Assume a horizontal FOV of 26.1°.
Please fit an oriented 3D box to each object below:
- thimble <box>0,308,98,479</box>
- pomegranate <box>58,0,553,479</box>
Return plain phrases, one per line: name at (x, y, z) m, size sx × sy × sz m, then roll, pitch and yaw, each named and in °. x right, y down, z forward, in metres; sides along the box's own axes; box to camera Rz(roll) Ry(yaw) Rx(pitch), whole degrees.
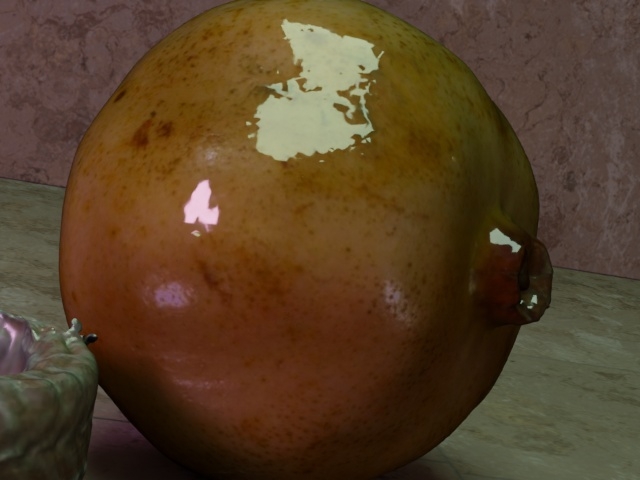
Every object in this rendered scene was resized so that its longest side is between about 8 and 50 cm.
thimble at (-0.246, 0.121, 0.874) m, size 0.196 × 0.148 × 0.229 m, roll 11°, pitch 7°, yaw 5°
pomegranate at (0.000, 0.000, 1.116) m, size 0.416 × 0.417 × 0.416 m, roll 11°, pitch 9°, yaw -2°
